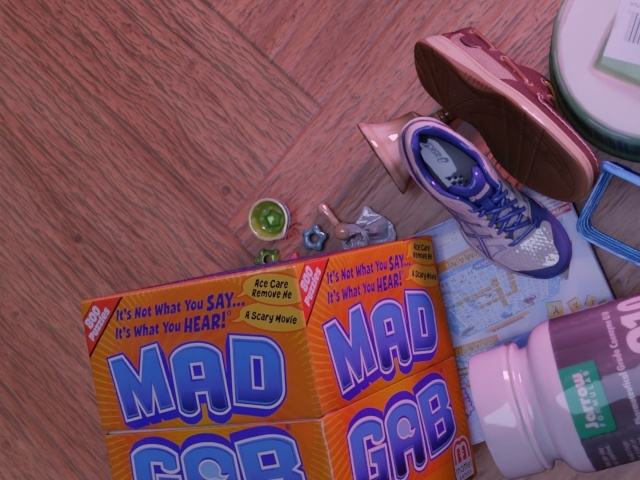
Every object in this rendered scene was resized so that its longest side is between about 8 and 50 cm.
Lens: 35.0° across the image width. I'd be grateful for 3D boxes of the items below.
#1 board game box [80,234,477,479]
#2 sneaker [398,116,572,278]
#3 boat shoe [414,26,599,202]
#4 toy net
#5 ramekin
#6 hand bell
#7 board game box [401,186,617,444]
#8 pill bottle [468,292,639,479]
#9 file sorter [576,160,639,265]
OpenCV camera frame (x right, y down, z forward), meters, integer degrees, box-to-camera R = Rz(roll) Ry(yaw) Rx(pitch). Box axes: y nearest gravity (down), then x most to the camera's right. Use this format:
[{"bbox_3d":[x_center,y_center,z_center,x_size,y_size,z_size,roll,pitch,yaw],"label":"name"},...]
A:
[{"bbox_3d":[-0.048,0.209,1.389,0.356,0.356,0.356,-11,90,33],"label":"board game box"},{"bbox_3d":[0.217,-0.049,1.372,0.296,0.131,0.112,40,97,2],"label":"sneaker"},{"bbox_3d":[0.269,-0.187,1.372,0.123,0.123,0.342,-27,49,-19],"label":"boat shoe"},{"bbox_3d":[0.000,0.000,1.576,0.232,0.045,0.122,4,92,19],"label":"toy net"},{"bbox_3d":[0.452,-0.257,1.358,0.303,0.148,0.303,0,91,19],"label":"ramekin"},{"bbox_3d":[0.186,-0.187,1.492,0.242,0.126,0.126,-34,80,4],"label":"hand bell"},{"bbox_3d":[0.264,0.109,1.475,0.318,0.066,0.318,-24,83,18],"label":"board game box"},{"bbox_3d":[0.387,0.178,1.292,0.361,0.204,0.204,-20,85,17],"label":"pill bottle"},{"bbox_3d":[0.420,-0.036,1.364,0.118,0.170,0.104,28,102,17],"label":"file sorter"}]
